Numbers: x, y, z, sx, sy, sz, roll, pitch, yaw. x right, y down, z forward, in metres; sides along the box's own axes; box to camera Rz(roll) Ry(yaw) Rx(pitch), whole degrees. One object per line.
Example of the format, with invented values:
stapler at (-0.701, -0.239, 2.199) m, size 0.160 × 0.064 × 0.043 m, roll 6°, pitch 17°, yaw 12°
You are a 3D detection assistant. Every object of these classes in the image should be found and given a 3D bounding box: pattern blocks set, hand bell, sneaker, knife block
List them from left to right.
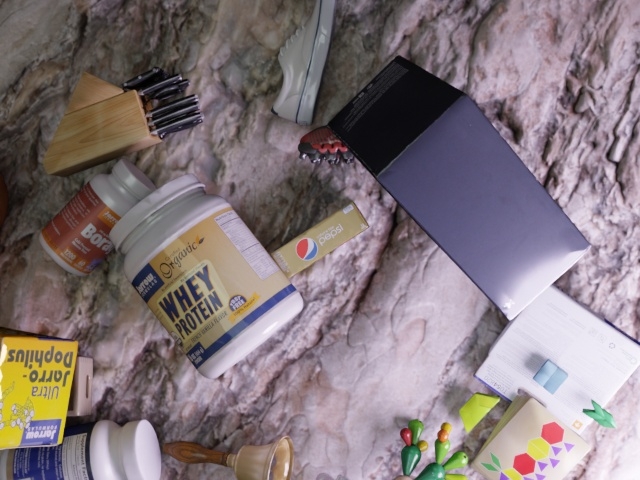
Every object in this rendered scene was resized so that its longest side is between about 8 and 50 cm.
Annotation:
knife block at (-0.355, -0.204, 1.695) m, size 0.242 × 0.088 × 0.276 m, roll 26°, pitch 93°, yaw 6°
hand bell at (-0.183, 0.410, 1.691) m, size 0.241 × 0.126 × 0.126 m, roll 5°, pitch 91°, yaw 20°
sneaker at (-0.031, -0.344, 1.652) m, size 0.091 × 0.094 × 0.258 m, roll 14°, pitch 93°, yaw 2°
sneaker at (0.088, -0.217, 1.638) m, size 0.275 × 0.097 × 0.135 m, roll -12°, pitch 90°, yaw 5°
pattern blocks set at (0.372, 0.385, 1.622) m, size 0.325 × 0.026 × 0.285 m, roll -44°, pitch 82°, yaw 17°

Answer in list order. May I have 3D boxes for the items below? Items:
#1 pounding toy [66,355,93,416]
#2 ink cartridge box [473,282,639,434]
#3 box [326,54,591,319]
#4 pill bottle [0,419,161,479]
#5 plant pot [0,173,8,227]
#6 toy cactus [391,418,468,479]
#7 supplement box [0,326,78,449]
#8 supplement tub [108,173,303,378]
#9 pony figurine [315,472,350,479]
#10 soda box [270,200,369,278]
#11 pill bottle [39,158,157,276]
pounding toy at (-0.506, 0.297, 1.726) m, size 0.130 × 0.100 × 0.141 m, roll -2°, pitch 80°, yaw 6°
ink cartridge box at (0.427, 0.217, 1.621) m, size 0.223 × 0.045 × 0.224 m, roll 36°, pitch 107°, yaw 5°
box at (0.214, -0.094, 1.458) m, size 0.179 × 0.312 × 0.343 m, roll -43°, pitch 115°, yaw 6°
pill bottle at (-0.443, 0.419, 1.681) m, size 0.264 × 0.153 × 0.153 m, roll -12°, pitch 89°, yaw 6°
plant pot at (-0.718, -0.076, 1.683) m, size 0.290 × 0.203 × 0.291 m, roll 0°, pitch 91°, yaw 8°
toy cactus at (0.184, 0.427, 1.604) m, size 0.180 × 0.112 × 0.219 m, roll -25°, pitch 68°, yaw -4°
supplement box at (-0.649, 0.246, 1.624) m, size 0.356 × 0.194 × 0.195 m, roll 7°, pitch 85°, yaw 26°
supplement tub at (-0.206, 0.061, 1.611) m, size 0.228 × 0.228 × 0.316 m, roll -39°, pitch 86°, yaw 6°
pony figurine at (0.052, 0.620, 1.563) m, size 0.350 × 0.363 × 0.303 m, roll 24°, pitch 101°, yaw 22°
soda box at (0.000, 0.000, 1.669) m, size 0.181 × 0.061 × 0.058 m, roll -32°, pitch 87°, yaw 6°
pill bottle at (-0.411, -0.046, 1.687) m, size 0.216 × 0.121 × 0.121 m, roll -45°, pitch 86°, yaw 6°
